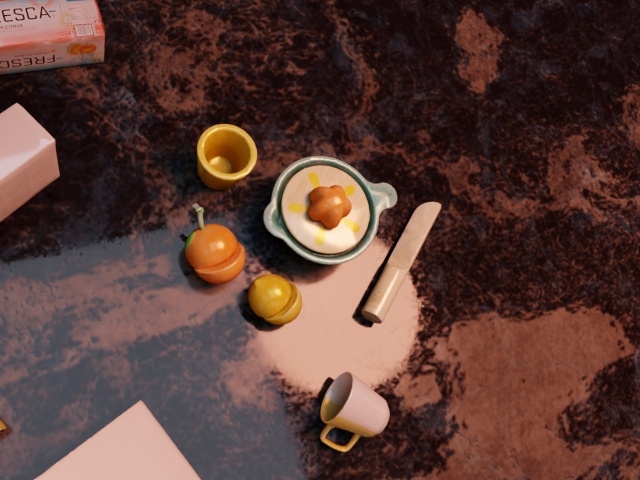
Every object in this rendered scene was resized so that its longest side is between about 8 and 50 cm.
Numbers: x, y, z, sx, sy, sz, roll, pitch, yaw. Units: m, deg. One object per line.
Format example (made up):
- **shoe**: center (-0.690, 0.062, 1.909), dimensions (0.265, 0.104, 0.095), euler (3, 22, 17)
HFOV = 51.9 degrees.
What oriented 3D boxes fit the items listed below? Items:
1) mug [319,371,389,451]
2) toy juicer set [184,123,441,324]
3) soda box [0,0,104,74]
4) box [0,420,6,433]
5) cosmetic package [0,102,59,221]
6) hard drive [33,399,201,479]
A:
- **mug**: center (0.039, 0.196, 0.751), dimensions (0.064, 0.078, 0.062), euler (32, 33, -17)
- **toy juicer set**: center (0.000, 0.000, 0.772), dimensions (0.328, 0.089, 0.209), euler (15, 69, -15)
- **soda box**: center (-0.340, -0.228, 0.737), dimensions (0.183, 0.063, 0.058), euler (-14, 78, -23)
- **box**: center (-0.406, 0.218, 0.580), dimensions (0.087, 0.058, 0.232), euler (48, 64, -1)
- **cosmetic package**: center (-0.372, -0.028, 0.647), dimensions (0.060, 0.099, 0.239), euler (44, 65, 0)
- **hard drive**: center (-0.120, 0.304, 0.585), dimensions (0.040, 0.203, 0.308), euler (-38, 88, 9)
